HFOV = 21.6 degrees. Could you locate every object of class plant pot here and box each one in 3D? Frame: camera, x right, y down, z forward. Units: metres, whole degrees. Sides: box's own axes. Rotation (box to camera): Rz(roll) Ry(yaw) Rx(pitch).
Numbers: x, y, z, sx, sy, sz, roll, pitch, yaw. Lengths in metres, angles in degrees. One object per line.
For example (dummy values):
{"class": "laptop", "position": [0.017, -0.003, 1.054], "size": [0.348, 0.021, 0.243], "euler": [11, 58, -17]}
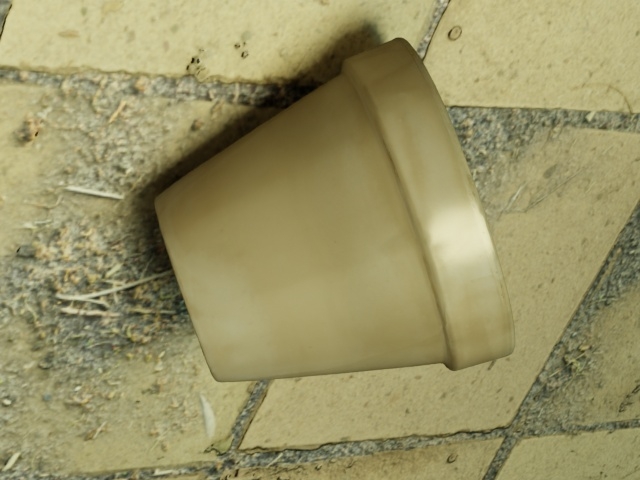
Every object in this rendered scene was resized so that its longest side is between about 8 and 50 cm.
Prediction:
{"class": "plant pot", "position": [0.000, 0.000, 1.606], "size": [0.280, 0.323, 0.323], "euler": [-18, 139, -3]}
